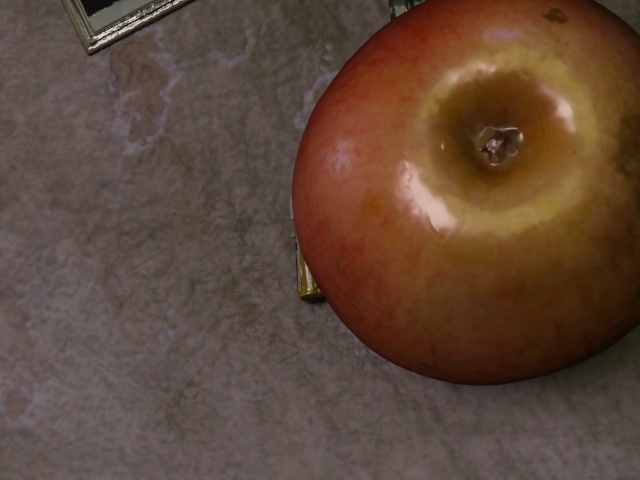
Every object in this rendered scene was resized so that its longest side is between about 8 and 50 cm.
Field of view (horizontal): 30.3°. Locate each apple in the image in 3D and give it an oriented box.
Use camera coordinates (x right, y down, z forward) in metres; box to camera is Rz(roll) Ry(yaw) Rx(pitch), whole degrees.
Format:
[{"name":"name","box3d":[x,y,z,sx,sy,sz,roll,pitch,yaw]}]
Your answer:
[{"name":"apple","box3d":[0.153,-0.047,1.044,0.364,0.364,0.363,-2,78,7]}]

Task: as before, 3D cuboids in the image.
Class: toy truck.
[{"name":"toy truck","box3d":[0.000,0.000,1.208,0.063,0.052,0.123,-16,73,40]}]

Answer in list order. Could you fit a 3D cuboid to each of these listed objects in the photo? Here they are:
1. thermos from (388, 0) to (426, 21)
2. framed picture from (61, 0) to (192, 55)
[{"name":"thermos","box3d":[0.168,-0.244,1.229,0.188,0.083,0.073,-7,83,11]},{"name":"framed picture","box3d":[-0.181,-0.370,1.331,0.293,0.018,0.231,-28,75,2]}]
